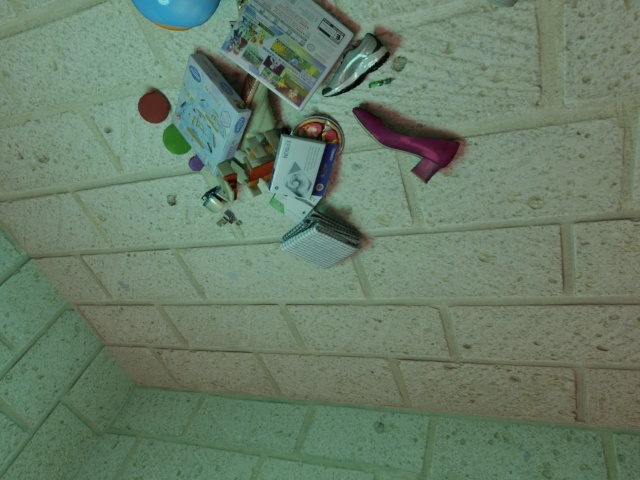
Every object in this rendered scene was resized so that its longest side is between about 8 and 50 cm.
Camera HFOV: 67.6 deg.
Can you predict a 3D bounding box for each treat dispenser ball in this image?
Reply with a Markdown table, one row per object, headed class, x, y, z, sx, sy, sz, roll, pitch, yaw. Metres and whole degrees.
| class | x | y | z | sx | sy | sz | roll | pitch | yaw |
| --- | --- | --- | --- | --- | --- | --- | --- | --- | --- |
| treat dispenser ball | -0.442 | -0.789 | 1.444 | 0.288 | 0.288 | 0.288 | 11 | 132 | 13 |

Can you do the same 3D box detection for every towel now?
| class | x | y | z | sx | sy | sz | roll | pitch | yaw |
| --- | --- | --- | --- | --- | --- | --- | --- | --- | --- |
| towel | 0.000 | 0.000 | 2.025 | 0.284 | 0.121 | 0.235 | 23 | 141 | -34 |

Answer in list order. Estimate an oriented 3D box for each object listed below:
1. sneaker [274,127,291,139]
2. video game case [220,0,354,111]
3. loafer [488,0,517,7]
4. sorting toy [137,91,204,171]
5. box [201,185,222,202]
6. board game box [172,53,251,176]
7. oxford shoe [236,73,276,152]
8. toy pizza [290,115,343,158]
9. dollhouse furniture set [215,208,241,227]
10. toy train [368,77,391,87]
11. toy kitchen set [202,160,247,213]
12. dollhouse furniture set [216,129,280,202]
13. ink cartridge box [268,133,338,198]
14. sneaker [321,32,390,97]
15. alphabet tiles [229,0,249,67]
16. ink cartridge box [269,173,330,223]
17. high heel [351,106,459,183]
| class | x | y | z | sx | sy | sz | roll | pitch | yaw |
| --- | --- | --- | --- | --- | --- | --- | --- | --- | --- |
| sneaker | -0.110 | -0.363 | 1.835 | 0.075 | 0.063 | 0.170 | -24 | 112 | 43 |
| video game case | -0.110 | -0.636 | 1.537 | 0.329 | 0.036 | 0.300 | 36 | 110 | -8 |
| loafer | 0.413 | -0.747 | 1.261 | 0.319 | 0.112 | 0.111 | 35 | 141 | -9 |
| sorting toy | -0.621 | -0.436 | 1.976 | 0.126 | 0.127 | 0.365 | 11 | 143 | 54 |
| box | -0.478 | -0.195 | 2.138 | 0.083 | 0.052 | 0.062 | -23 | 117 | 34 |
| board game box | -0.413 | -0.458 | 1.773 | 0.318 | 0.066 | 0.318 | 52 | 136 | 16 |
| oxford shoe | -0.223 | -0.489 | 1.753 | 0.147 | 0.140 | 0.397 | 10 | 138 | -20 |
| toy pizza | -0.013 | -0.364 | 1.779 | 0.201 | 0.032 | 0.201 | 0 | 128 | 0 |
| dollhouse furniture set | -0.441 | -0.066 | 2.213 | 0.091 | 0.081 | 0.114 | 43 | 131 | -17 |
| toy train | 0.197 | -0.525 | 1.600 | 0.083 | 0.023 | 0.017 | -6 | 126 | 26 |
| toy kitchen set | -0.426 | -0.232 | 2.038 | 0.122 | 0.207 | 0.166 | 41 | 167 | -15 |
| dollhouse furniture set | -0.252 | -0.254 | 1.816 | 0.135 | 0.259 | 0.262 | 56 | 155 | 19 |
| ink cartridge box | -0.060 | -0.265 | 1.766 | 0.224 | 0.045 | 0.223 | 6 | 117 | -20 |
| sneaker | 0.101 | -0.565 | 1.568 | 0.272 | 0.100 | 0.108 | -31 | 93 | 39 |
| alphabet tiles | -0.214 | -0.700 | 1.624 | 0.198 | 0.009 | 0.237 | 9 | 131 | 15 |
| ink cartridge box | -0.085 | -0.195 | 1.951 | 0.160 | 0.092 | 0.219 | 33 | 134 | -9 |
| high heel | 0.293 | -0.379 | 1.663 | 0.377 | 0.127 | 0.181 | 39 | 103 | -8 |
